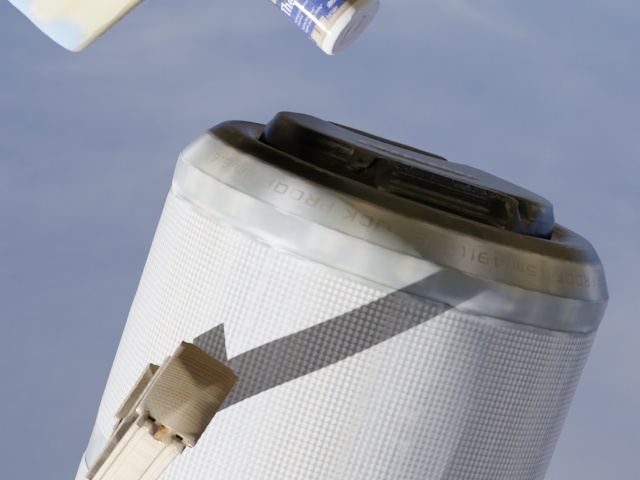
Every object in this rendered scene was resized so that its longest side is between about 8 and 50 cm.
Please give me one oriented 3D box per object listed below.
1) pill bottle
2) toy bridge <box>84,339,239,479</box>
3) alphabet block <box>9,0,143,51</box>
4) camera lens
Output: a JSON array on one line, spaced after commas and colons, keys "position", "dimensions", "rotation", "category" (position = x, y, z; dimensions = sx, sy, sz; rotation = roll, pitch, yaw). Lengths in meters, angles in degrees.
[{"position": [-0.012, -0.223, 1.490], "dimensions": [0.120, 0.067, 0.067], "rotation": [43, -144, 10], "category": "pill bottle"}, {"position": [-0.067, 0.076, 0.667], "dimensions": [0.026, 0.063, 0.188], "rotation": [34, 169, -4], "category": "toy bridge"}, {"position": [-0.090, -0.238, 0.752], "dimensions": [0.192, 0.197, 0.193], "rotation": [41, -148, -23], "category": "alphabet block"}, {"position": [0.004, 0.088, 0.848], "dimensions": [0.219, 0.274, 0.219], "rotation": [18, -172, -3], "category": "camera lens"}]
